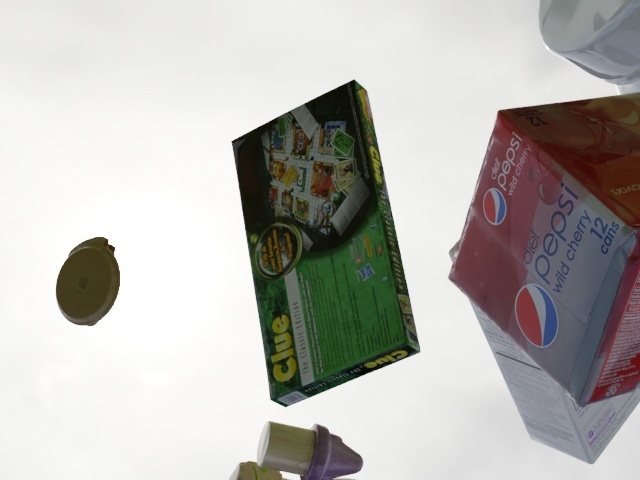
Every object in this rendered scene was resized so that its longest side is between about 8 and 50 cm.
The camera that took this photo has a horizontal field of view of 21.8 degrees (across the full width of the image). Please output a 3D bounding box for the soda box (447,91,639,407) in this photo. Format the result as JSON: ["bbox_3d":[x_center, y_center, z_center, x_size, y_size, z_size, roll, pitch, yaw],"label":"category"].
[{"bbox_3d":[0.187,-0.013,0.699,0.263,0.083,0.092,-10,-141,-33],"label":"soda box"}]

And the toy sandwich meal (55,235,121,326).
[{"bbox_3d":[-0.211,0.040,1.540,0.085,0.085,0.029,36,-172,33],"label":"toy sandwich meal"}]

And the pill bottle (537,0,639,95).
[{"bbox_3d":[0.369,-0.152,1.353,0.361,0.204,0.204,24,-153,-21],"label":"pill bottle"}]

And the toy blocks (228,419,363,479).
[{"bbox_3d":[0.037,0.336,1.483,0.260,0.309,0.288,14,-125,-12],"label":"toy blocks"}]

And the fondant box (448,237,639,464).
[{"bbox_3d":[0.290,0.052,1.838,0.096,0.330,0.238,21,-120,40],"label":"fondant box"}]

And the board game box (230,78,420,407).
[{"bbox_3d":[0.000,0.000,1.416,0.030,0.136,0.260,35,-141,-52],"label":"board game box"}]
